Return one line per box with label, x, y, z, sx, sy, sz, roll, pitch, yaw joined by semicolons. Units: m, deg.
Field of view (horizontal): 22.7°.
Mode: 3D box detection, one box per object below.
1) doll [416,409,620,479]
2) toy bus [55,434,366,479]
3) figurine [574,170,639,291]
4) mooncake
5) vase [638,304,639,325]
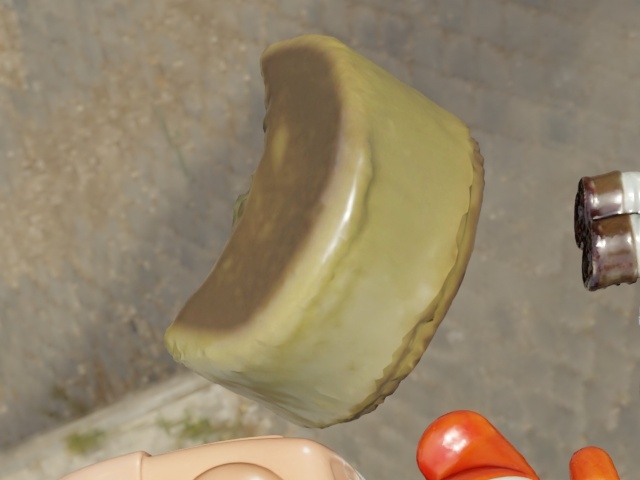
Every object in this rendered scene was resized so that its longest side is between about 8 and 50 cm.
doll;0.103;0.206;0.804;0.105;0.200;0.336;52;179;-31
toy bus;-0.088;0.239;1.120;0.232;0.288;0.194;73;-174;-63
figurine;0.396;-0.003;1.296;0.281;0.370;0.167;-89;1;-48
mooncake;0.000;0.000;1.773;0.394;0.246;0.393;-49;30;31
vase;0.522;-0.029;1.663;0.250;0.445;0.250;27;137;28
